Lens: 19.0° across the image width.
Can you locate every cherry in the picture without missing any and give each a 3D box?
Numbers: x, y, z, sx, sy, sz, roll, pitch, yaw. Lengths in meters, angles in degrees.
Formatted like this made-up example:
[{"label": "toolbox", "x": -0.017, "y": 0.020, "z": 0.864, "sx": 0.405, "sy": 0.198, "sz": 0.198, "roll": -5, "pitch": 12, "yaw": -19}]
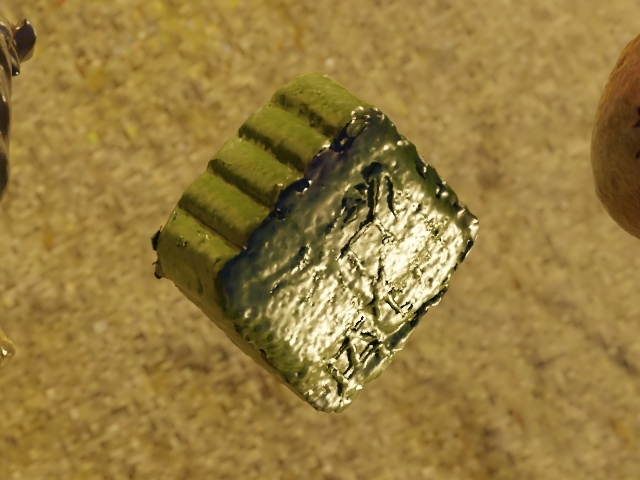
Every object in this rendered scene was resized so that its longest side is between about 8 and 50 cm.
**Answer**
[{"label": "cherry", "x": 0.357, "y": -0.104, "z": 1.768, "sx": 0.203, "sy": 0.300, "sz": 0.230, "roll": 21, "pitch": 49, "yaw": -15}]

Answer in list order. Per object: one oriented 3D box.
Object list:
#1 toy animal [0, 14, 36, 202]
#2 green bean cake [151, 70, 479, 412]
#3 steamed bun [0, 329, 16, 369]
[{"label": "toy animal", "x": -0.317, "y": -0.145, "z": 1.663, "sx": 0.343, "sy": 0.106, "sz": 0.168, "roll": -87, "pitch": 157, "yaw": -54}, {"label": "green bean cake", "x": 0.000, "y": 0.000, "z": 1.411, "sx": 0.113, "sy": 0.200, "sz": 0.214, "roll": 31, "pitch": -12, "yaw": 42}, {"label": "steamed bun", "x": -0.479, "y": 0.056, "z": 1.722, "sx": 0.189, "sy": 0.247, "sz": 0.428, "roll": 53, "pitch": 7, "yaw": 30}]
